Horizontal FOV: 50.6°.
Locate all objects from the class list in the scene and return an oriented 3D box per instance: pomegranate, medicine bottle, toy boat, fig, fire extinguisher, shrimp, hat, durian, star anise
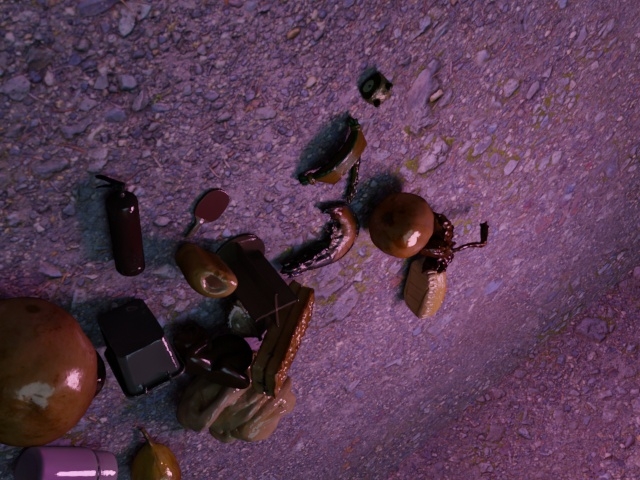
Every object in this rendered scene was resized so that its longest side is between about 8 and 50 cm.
[{"bbox_3d":[0.246,-0.045,2.049,0.207,0.207,0.207,-24,139,-23],"label":"pomegranate"},{"bbox_3d":[-0.716,0.661,1.919,0.152,0.152,0.255,-52,141,12],"label":"medicine bottle"},{"bbox_3d":[-0.651,0.276,1.501,0.338,0.338,0.338,-24,139,-23],"label":"pomegranate"},{"bbox_3d":[0.041,-0.221,1.806,0.088,0.089,0.229,38,98,-14],"label":"toy boat"},{"bbox_3d":[-0.534,0.690,2.139,0.159,0.159,0.256,-22,119,-24],"label":"fig"},{"bbox_3d":[-0.457,-0.036,1.551,0.089,0.072,0.267,6,131,0],"label":"fire extinguisher"},{"bbox_3d":[0.000,0.000,1.990,0.291,0.054,0.222,-29,141,-23],"label":"shrimp"},{"bbox_3d":[0.152,-0.386,1.756,0.077,0.059,0.076,-44,147,-5],"label":"hat"},{"bbox_3d":[-0.214,0.223,1.983,0.148,0.091,0.188,-36,121,-20],"label":"durian"},{"bbox_3d":[0.433,-0.005,2.277,0.347,0.148,0.237,-14,103,-30],"label":"star anise"}]

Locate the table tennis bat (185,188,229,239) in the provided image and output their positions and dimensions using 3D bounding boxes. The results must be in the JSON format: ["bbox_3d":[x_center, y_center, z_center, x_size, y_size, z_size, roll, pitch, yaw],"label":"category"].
[{"bbox_3d":[-0.291,-0.066,1.711,0.156,0.013,0.087,-52,144,10],"label":"table tennis bat"}]

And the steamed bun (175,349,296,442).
[{"bbox_3d":[-0.249,0.513,2.132,0.325,0.230,0.372,-44,145,8],"label":"steamed bun"}]

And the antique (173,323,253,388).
[{"bbox_3d":[-0.307,0.321,1.940,0.257,0.143,0.121,23,146,-25],"label":"antique"}]

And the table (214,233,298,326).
[{"bbox_3d":[-0.170,0.115,1.812,0.167,0.226,0.167,-23,139,-22],"label":"table"}]

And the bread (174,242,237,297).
[{"bbox_3d":[-0.292,0.082,1.713,0.134,0.173,0.085,29,97,-31],"label":"bread"}]

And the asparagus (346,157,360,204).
[{"bbox_3d":[0.098,-0.199,1.908,0.034,0.027,0.235,-48,154,-42],"label":"asparagus"}]

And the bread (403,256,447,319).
[{"bbox_3d":[0.378,0.165,2.412,0.106,0.140,0.236,-17,136,-24],"label":"bread"}]

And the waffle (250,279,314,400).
[{"bbox_3d":[-0.111,0.292,1.999,0.212,0.091,0.307,99,14,-57],"label":"waffle"}]

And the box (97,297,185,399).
[{"bbox_3d":[-0.460,0.263,1.705,0.163,0.243,0.134,-24,128,-21],"label":"box"}]

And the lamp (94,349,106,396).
[{"bbox_3d":[-0.621,0.337,1.713,0.158,0.156,0.135,-1,177,-2],"label":"lamp"}]
